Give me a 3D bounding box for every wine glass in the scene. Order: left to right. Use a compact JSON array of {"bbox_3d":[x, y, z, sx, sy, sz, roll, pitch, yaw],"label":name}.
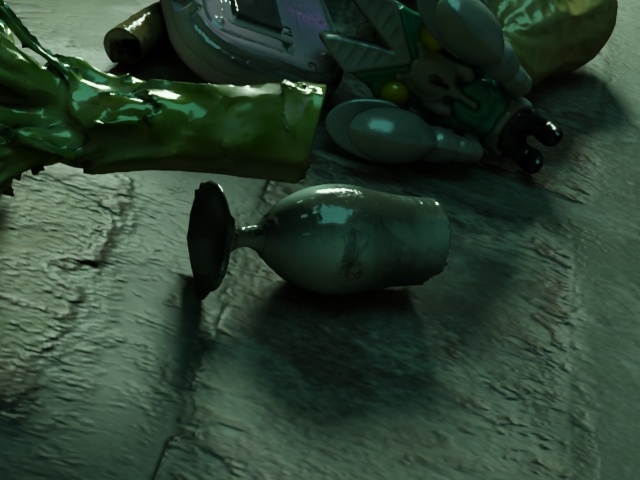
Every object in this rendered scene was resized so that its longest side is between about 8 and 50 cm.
[{"bbox_3d":[0.000,0.000,1.565,0.222,0.103,0.103,0,37,-24],"label":"wine glass"}]

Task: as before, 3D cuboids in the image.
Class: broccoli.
[{"bbox_3d":[-0.184,-0.094,1.449,0.361,0.221,0.252,1,-8,22],"label":"broccoli"}]

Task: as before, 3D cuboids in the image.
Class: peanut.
[{"bbox_3d":[0.244,-0.241,2.021,0.111,0.125,0.274,33,35,25],"label":"peanut"}]

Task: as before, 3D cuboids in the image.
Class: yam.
[{"bbox_3d":[-0.136,-0.255,1.930,0.045,0.045,0.327,54,33,-7],"label":"yam"}]

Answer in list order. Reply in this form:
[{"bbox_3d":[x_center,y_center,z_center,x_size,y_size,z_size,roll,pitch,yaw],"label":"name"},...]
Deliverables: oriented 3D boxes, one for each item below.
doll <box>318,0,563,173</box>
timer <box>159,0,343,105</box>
[{"bbox_3d":[0.129,-0.168,1.796,0.258,0.195,0.153,5,10,-11],"label":"doll"},{"bbox_3d":[-0.071,-0.226,1.858,0.191,0.069,0.208,14,40,-30],"label":"timer"}]
